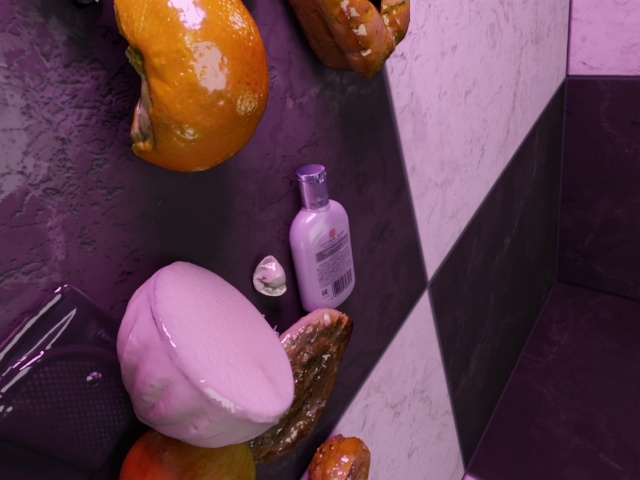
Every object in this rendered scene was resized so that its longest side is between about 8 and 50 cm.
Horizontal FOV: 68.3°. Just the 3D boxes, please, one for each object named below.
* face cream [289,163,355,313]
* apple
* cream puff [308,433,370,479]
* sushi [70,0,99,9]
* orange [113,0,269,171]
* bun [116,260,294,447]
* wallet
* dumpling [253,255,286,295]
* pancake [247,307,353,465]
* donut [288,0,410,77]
[{"bbox_3d":[0.000,0.000,0.899,0.144,0.071,0.291,-35,130,-35],"label":"face cream"},{"bbox_3d":[-0.189,0.352,0.693,0.196,0.196,0.196,-23,120,-46],"label":"apple"},{"bbox_3d":[0.036,0.548,1.102,0.189,0.129,0.189,-21,115,-56],"label":"cream puff"},{"bbox_3d":[-0.254,-0.303,0.480,0.083,0.056,0.084,33,77,-44],"label":"sushi"},{"bbox_3d":[-0.146,-0.199,0.557,0.179,0.158,0.237,-39,131,-67],"label":"orange"},{"bbox_3d":[-0.176,0.175,0.640,0.175,0.263,0.263,-42,142,9],"label":"bun"},{"bbox_3d":[-0.341,0.243,0.578,0.323,0.041,0.247,-55,138,-24],"label":"wallet"},{"bbox_3d":[-0.091,0.066,0.835,0.059,0.043,0.077,-34,146,-19],"label":"dumpling"},{"bbox_3d":[-0.055,0.281,0.904,0.356,0.065,0.356,-39,146,-33],"label":"pancake"},{"bbox_3d":[0.050,-0.407,0.768,0.208,0.128,0.261,-55,139,-25],"label":"donut"}]
